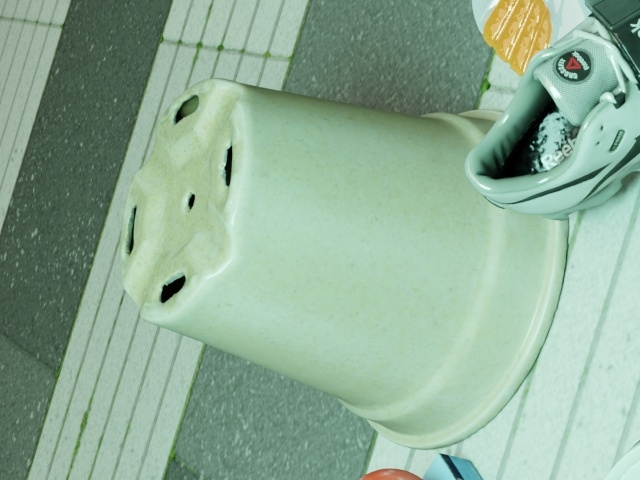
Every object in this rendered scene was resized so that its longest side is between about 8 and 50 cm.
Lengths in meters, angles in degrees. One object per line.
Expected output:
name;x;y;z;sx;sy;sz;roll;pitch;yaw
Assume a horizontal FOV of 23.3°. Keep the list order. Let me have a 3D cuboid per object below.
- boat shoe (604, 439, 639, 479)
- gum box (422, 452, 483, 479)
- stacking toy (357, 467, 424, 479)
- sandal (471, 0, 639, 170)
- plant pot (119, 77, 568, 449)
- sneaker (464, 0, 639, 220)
boat shoe;0.304;0.134;1.098;0.099;0.116;0.319;-42;-12;-52
gum box;0.104;0.307;1.358;0.184;0.041;0.157;-61;32;19
stacking toy;0.008;0.349;1.334;0.330;0.141;0.141;-64;32;5
sandal;0.227;-0.161;1.358;0.102;0.076;0.265;-46;61;28
plant pot;0.000;0.000;1.414;0.334;0.305;0.334;-31;51;48
sneaker;0.244;-0.132;1.203;0.330;0.146;0.122;-48;64;26
